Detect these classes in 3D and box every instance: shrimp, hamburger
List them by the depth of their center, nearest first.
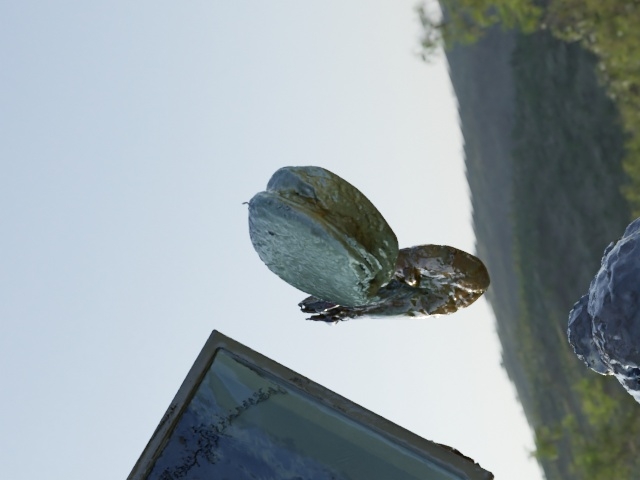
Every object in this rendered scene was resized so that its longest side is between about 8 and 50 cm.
[{"bbox_3d":[0.000,0.000,0.943,0.133,0.062,0.140,36,155,8],"label":"hamburger"},{"bbox_3d":[0.085,0.061,1.517,0.145,0.267,0.061,44,-136,-46],"label":"shrimp"}]

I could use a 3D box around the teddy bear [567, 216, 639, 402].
[{"bbox_3d":[0.313,0.084,0.811,0.267,0.236,0.151,33,-144,-4],"label":"teddy bear"}]

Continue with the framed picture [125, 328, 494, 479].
[{"bbox_3d":[-0.032,0.263,1.168,0.247,0.335,0.022,-60,-23,-12],"label":"framed picture"}]

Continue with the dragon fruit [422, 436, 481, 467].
[{"bbox_3d":[0.094,0.329,1.530,0.125,0.246,0.125,79,-176,-53],"label":"dragon fruit"}]
